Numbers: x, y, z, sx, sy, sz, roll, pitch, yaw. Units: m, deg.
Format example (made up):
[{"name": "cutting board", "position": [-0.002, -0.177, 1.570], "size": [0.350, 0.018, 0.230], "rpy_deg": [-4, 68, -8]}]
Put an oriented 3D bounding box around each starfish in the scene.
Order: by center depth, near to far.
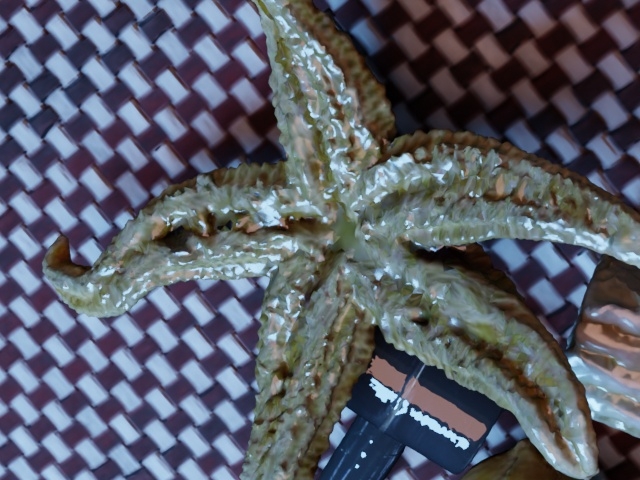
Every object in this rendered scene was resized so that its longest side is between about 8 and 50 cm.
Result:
[{"name": "starfish", "position": [0.005, -0.004, 0.930], "size": [0.375, 0.094, 0.327], "rpy_deg": [-15, 93, 34]}]

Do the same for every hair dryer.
[{"name": "hair dryer", "position": [0.014, 0.120, 1.058], "size": [0.124, 0.071, 0.219], "rpy_deg": [31, 125, 5]}]

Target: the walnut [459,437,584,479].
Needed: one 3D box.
[{"name": "walnut", "position": [0.110, 0.225, 1.031], "size": [0.137, 0.137, 0.245], "rpy_deg": [10, 110, 13]}]

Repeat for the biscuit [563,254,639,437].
[{"name": "biscuit", "position": [0.330, 0.100, 0.908], "size": [0.426, 0.144, 0.078], "rpy_deg": [21, 114, 10]}]
